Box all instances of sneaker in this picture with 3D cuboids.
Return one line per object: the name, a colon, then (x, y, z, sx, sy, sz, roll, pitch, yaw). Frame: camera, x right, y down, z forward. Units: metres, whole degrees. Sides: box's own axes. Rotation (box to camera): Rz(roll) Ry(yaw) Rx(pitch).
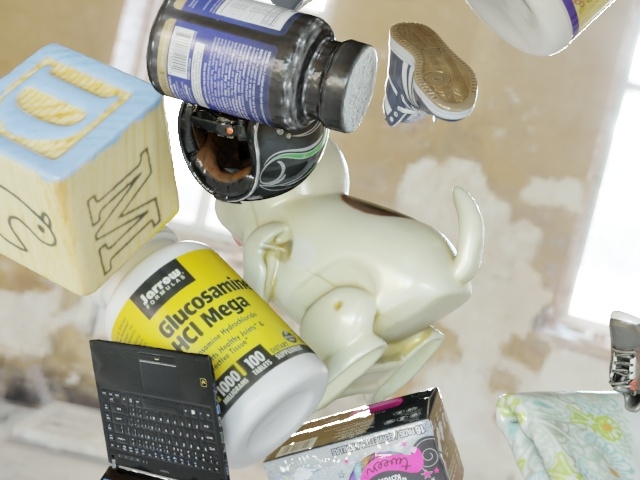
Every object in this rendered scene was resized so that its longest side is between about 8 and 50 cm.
sneaker: (0.172, -0.223, 2.056, 0.099, 0.153, 0.282, -4, 35, -14)
sneaker: (0.366, 0.147, 1.508, 0.061, 0.065, 0.158, 17, -33, 42)

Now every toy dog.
toy dog: (0.000, 0.000, 1.876, 0.285, 0.395, 0.408, -9, 54, -53)

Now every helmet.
helmet: (-0.068, -0.134, 1.485, 0.169, 0.169, 0.161, 16, 35, 34)

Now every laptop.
laptop: (-0.233, 0.269, 1.535, 0.234, 0.264, 0.137, 3, 14, 43)

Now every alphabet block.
alphabet block: (-0.303, -0.087, 1.552, 0.192, 0.197, 0.193, 26, 52, 26)

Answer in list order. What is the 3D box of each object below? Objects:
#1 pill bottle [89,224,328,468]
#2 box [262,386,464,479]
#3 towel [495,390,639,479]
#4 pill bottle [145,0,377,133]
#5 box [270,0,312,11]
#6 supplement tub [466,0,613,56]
pill bottle: (-0.162, 0.123, 1.695, 0.334, 0.188, 0.188, 44, 16, 22)
box: (0.066, 0.326, 1.834, 0.247, 0.142, 0.163, -18, 6, 13)
towel: (0.431, 0.355, 1.705, 0.321, 0.090, 0.374, 7, 44, -36)
pill bottle: (-0.059, -0.183, 1.333, 0.219, 0.122, 0.123, 18, 5, 18)
box: (0.015, -0.659, 1.806, 0.480, 0.472, 0.297, 52, -30, 1)
supplement tub: (0.378, -0.463, 1.922, 0.241, 0.331, 0.241, 45, -7, 7)
